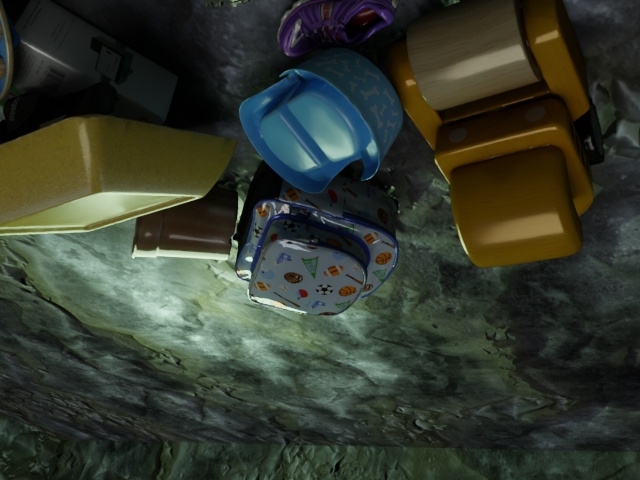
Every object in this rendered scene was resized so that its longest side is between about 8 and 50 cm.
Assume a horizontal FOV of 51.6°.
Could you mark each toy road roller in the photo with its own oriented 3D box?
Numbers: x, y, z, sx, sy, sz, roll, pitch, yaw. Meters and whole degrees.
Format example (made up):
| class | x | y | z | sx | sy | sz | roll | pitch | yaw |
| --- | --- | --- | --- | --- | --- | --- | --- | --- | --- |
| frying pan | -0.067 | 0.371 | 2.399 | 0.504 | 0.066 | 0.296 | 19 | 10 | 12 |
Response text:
| class | x | y | z | sx | sy | sz | roll | pitch | yaw |
| --- | --- | --- | --- | --- | --- | --- | --- | --- | --- |
| toy road roller | 0.229 | -0.117 | 0.817 | 0.202 | 0.240 | 0.329 | -12 | 142 | 30 |

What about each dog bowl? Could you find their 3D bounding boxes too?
| class | x | y | z | sx | sy | sz | roll | pitch | yaw |
| --- | --- | --- | --- | --- | --- | --- | --- | --- | --- |
| dog bowl | -0.001 | -0.156 | 0.875 | 0.166 | 0.074 | 0.297 | 50 | 159 | -15 |

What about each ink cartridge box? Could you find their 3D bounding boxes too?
| class | x | y | z | sx | sy | sz | roll | pitch | yaw |
| --- | --- | --- | --- | --- | --- | --- | --- | --- | --- |
| ink cartridge box | -0.339 | -0.219 | 0.948 | 0.219 | 0.092 | 0.160 | 28 | 144 | -27 |

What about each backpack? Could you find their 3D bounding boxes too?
| class | x | y | z | sx | sy | sz | roll | pitch | yaw |
| --- | --- | --- | --- | --- | --- | --- | --- | --- | --- |
| backpack | 0.000 | 0.000 | 1.113 | 0.263 | 0.213 | 0.276 | 7 | 146 | -16 |

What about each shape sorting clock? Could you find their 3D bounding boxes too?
| class | x | y | z | sx | sy | sz | roll | pitch | yaw |
| --- | --- | --- | --- | --- | --- | --- | --- | --- | --- |
| shape sorting clock | -0.451 | -0.274 | 0.840 | 0.206 | 0.040 | 0.206 | 21 | 126 | 32 |

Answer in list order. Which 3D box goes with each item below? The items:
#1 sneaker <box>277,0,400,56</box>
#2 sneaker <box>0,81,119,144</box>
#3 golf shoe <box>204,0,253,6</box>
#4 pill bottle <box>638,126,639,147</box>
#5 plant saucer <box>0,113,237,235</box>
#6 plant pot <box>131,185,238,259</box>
| class | x | y | z | sx | sy | sz | roll | pitch | yaw |
| --- | --- | --- | --- | --- | --- | --- | --- | --- | --- |
| sneaker | 0.015 | -0.263 | 0.805 | 0.170 | 0.071 | 0.068 | -14 | 141 | 34 |
| sneaker | -0.365 | -0.160 | 0.887 | 0.234 | 0.078 | 0.106 | -20 | 139 | 41 |
| golf shoe | -0.043 | -0.328 | 0.695 | 0.273 | 0.105 | 0.120 | -2 | 136 | 28 |
| pill bottle | 0.515 | -0.182 | 0.668 | 0.210 | 0.210 | 0.363 | 16 | 147 | -9 |
| plant saucer | -0.323 | -0.071 | 0.912 | 0.333 | 0.081 | 0.333 | -14 | 178 | 23 |
| plant pot | -0.235 | -0.037 | 1.158 | 0.165 | 0.167 | 0.167 | 10 | 149 | -14 |
